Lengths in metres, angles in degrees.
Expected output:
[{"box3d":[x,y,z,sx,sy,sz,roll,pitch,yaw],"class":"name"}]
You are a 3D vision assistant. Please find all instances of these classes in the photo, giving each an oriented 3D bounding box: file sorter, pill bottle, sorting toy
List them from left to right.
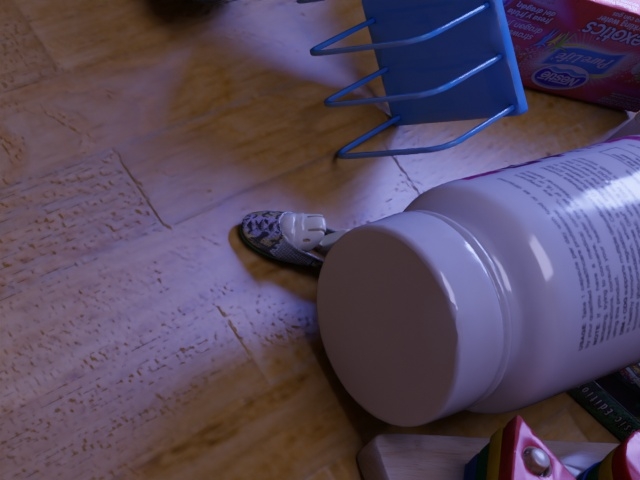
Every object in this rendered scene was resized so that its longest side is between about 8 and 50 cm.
[{"box3d":[0.057,-0.154,1.268,0.104,0.118,0.170,-32,113,-47],"class":"file sorter"},{"box3d":[0.145,0.027,1.204,0.283,0.160,0.160,-15,71,-40],"class":"pill bottle"},{"box3d":[0.184,0.226,1.133,0.257,0.089,0.255,7,49,-36],"class":"sorting toy"}]

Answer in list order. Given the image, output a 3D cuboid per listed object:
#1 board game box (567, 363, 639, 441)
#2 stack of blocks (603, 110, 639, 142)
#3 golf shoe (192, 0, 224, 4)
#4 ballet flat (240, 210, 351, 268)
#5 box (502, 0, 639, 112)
[{"box3d":[0.274,0.123,1.375,0.259,0.030,0.136,42,38,-10],"class":"board game box"},{"box3d":[0.402,-0.151,1.492,0.087,0.297,0.171,54,41,5],"class":"stack of blocks"},{"box3d":[-0.132,-0.282,1.277,0.273,0.105,0.120,54,16,6],"class":"golf shoe"},{"box3d":[0.000,0.000,1.206,0.114,0.041,0.041,22,47,-29],"class":"ballet flat"},{"box3d":[0.209,-0.209,1.494,0.257,0.122,0.128,8,55,-39],"class":"box"}]
